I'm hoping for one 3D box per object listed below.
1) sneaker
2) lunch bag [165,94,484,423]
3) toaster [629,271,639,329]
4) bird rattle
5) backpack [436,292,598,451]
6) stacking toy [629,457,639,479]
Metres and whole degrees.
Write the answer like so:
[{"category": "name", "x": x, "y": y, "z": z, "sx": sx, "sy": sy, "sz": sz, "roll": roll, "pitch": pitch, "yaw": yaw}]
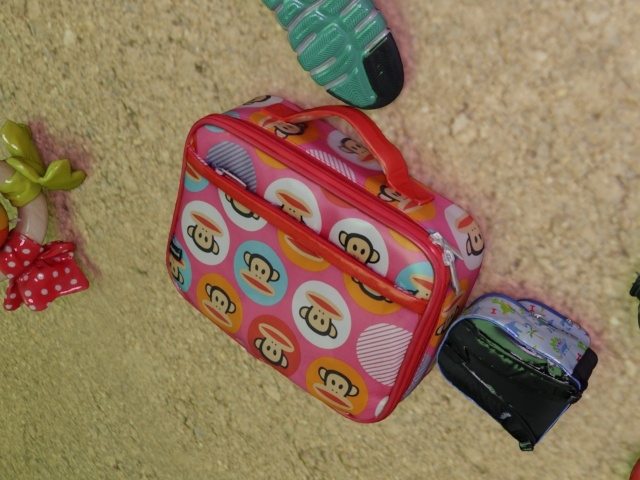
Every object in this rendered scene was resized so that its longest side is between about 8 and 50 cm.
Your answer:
[{"category": "sneaker", "x": -0.002, "y": -0.212, "z": 0.660, "sx": 0.083, "sy": 0.098, "sz": 0.223, "roll": -27, "pitch": 120, "yaw": 32}, {"category": "lunch bag", "x": 0.000, "y": 0.000, "z": 0.745, "sx": 0.293, "sy": 0.120, "sz": 0.258, "roll": 32, "pitch": 126, "yaw": 21}, {"category": "toaster", "x": 0.300, "y": 0.027, "z": 0.487, "sx": 0.227, "sy": 0.129, "sz": 0.146, "roll": -131, "pitch": 40, "yaw": -51}, {"category": "bird rattle", "x": -0.404, "y": -0.020, "z": 1.003, "sx": 0.143, "sy": 0.207, "sz": 0.253, "roll": 41, "pitch": 126, "yaw": 38}, {"category": "backpack", "x": 0.164, "y": 0.100, "z": 0.685, "sx": 0.114, "sy": 0.084, "sz": 0.105, "roll": 34, "pitch": 132, "yaw": 13}, {"category": "stacking toy", "x": 0.363, "y": 0.302, "z": 0.623, "sx": 0.141, "sy": 0.141, "sz": 0.330, "roll": -37, "pitch": 83, "yaw": 44}]
